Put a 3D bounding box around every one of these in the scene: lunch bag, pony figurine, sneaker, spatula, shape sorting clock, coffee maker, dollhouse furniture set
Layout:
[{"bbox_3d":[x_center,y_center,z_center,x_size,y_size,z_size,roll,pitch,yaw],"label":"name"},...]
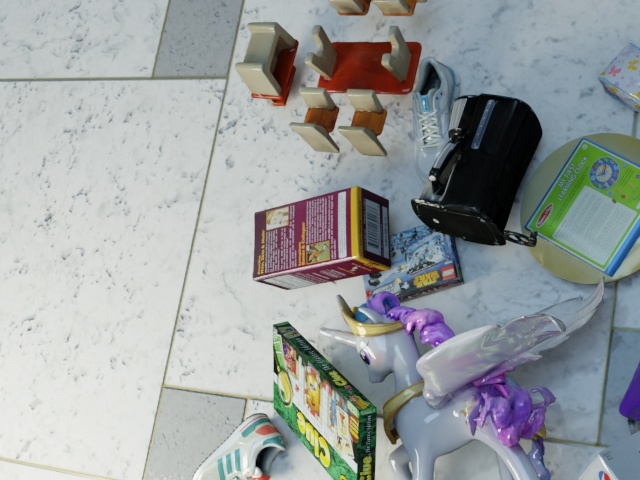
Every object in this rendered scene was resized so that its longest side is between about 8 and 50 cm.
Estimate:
[{"bbox_3d":[0.420,-0.210,1.440,0.071,0.053,0.083,-50,50,1],"label":"lunch bag"},{"bbox_3d":[0.184,0.200,1.322,0.351,0.302,0.364,-21,81,28],"label":"pony figurine"},{"bbox_3d":[0.153,-0.169,1.539,0.071,0.083,0.191,-7,72,22],"label":"sneaker"},{"bbox_3d":[0.374,0.271,1.306,0.030,0.084,0.297,13,84,-13],"label":"spatula"},{"bbox_3d":[-0.113,0.319,1.523,0.161,0.057,0.075,-48,54,1],"label":"sneaker"},{"bbox_3d":[0.358,-0.042,1.420,0.206,0.040,0.206,-8,71,25],"label":"shape sorting clock"},{"bbox_3d":[0.229,-0.090,1.454,0.171,0.120,0.178,22,74,10],"label":"coffee maker"},{"bbox_3d":[0.021,-0.253,1.597,0.259,0.135,0.262,6,72,28],"label":"dollhouse furniture set"}]

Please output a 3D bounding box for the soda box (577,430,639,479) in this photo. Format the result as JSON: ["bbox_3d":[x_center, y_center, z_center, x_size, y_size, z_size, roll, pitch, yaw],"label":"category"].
[{"bbox_3d":[0.398,0.240,1.227,0.216,0.069,0.074,-21,59,-25],"label":"soda box"}]

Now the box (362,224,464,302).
[{"bbox_3d":[0.123,0.033,1.518,0.137,0.027,0.094,-18,65,20],"label":"box"}]

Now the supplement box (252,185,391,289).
[{"bbox_3d":[0.000,0.000,1.538,0.188,0.080,0.104,-13,69,36],"label":"supplement box"}]

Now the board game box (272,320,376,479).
[{"bbox_3d":[0.000,0.217,1.414,0.259,0.030,0.136,-143,46,-58],"label":"board game box"}]
